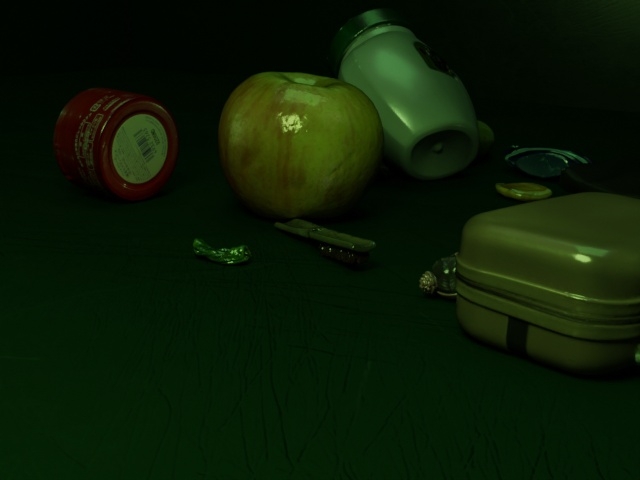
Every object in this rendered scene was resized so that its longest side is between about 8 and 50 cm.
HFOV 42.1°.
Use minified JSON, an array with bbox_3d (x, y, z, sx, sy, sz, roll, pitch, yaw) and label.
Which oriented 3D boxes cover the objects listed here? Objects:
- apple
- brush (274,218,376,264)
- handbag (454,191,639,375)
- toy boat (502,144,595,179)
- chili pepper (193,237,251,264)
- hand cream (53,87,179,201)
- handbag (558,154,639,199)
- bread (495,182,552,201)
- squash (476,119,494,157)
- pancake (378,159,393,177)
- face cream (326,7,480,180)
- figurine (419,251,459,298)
[{"bbox_3d":[-0.035,-0.156,1.387,0.286,0.232,0.286,7,17,-2],"label":"apple"},{"bbox_3d":[0.000,0.000,1.221,0.043,0.036,0.248,-1,10,-29],"label":"brush"},{"bbox_3d":[0.328,0.045,0.922,0.302,0.149,0.283,-10,18,-42],"label":"handbag"},{"bbox_3d":[0.547,-0.186,1.899,0.221,0.066,0.291,12,16,31],"label":"toy boat"},{"bbox_3d":[-0.138,0.017,1.149,0.091,0.034,0.030,8,-16,21],"label":"chili pepper"},{"bbox_3d":[-0.352,-0.167,1.452,0.125,0.193,0.193,18,22,35],"label":"hand cream"},{"bbox_3d":[0.607,-0.094,1.575,0.223,0.080,0.247,-11,23,-20],"label":"handbag"},{"bbox_3d":[0.397,-0.097,1.628,0.110,0.024,0.110,2,17,-1],"label":"bread"},{"bbox_3d":[0.352,-0.248,1.966,0.137,0.137,0.288,18,20,42],"label":"squash"},{"bbox_3d":[0.079,-0.200,1.738,0.199,0.021,0.199,40,18,-16],"label":"pancake"},{"bbox_3d":[0.174,-0.305,1.770,0.313,0.219,0.357,12,40,-45],"label":"face cream"},{"bbox_3d":[0.177,0.038,1.076,0.072,0.054,0.129,5,14,22],"label":"figurine"}]
